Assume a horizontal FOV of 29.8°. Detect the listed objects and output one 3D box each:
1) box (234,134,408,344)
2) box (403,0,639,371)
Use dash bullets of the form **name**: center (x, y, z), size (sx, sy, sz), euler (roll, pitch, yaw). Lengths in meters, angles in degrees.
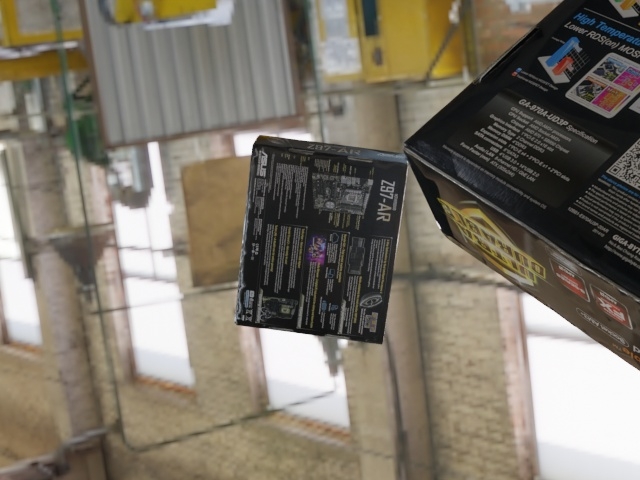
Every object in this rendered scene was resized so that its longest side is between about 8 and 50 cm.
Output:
- **box**: center (0.000, 0.000, 0.520), size (0.067, 0.083, 0.018), euler (7, -162, 2)
- **box**: center (0.158, -0.024, 0.343), size (0.175, 0.051, 0.220), euler (-42, -133, -12)
